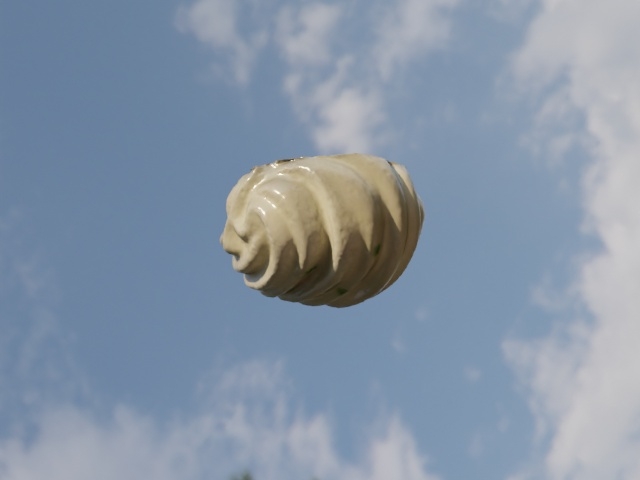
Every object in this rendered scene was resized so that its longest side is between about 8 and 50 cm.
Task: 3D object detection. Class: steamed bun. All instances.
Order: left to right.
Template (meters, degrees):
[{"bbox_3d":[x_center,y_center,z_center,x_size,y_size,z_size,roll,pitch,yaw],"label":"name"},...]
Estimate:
[{"bbox_3d":[0.000,0.000,1.115,0.183,0.183,0.106,15,-119,-47],"label":"steamed bun"}]
